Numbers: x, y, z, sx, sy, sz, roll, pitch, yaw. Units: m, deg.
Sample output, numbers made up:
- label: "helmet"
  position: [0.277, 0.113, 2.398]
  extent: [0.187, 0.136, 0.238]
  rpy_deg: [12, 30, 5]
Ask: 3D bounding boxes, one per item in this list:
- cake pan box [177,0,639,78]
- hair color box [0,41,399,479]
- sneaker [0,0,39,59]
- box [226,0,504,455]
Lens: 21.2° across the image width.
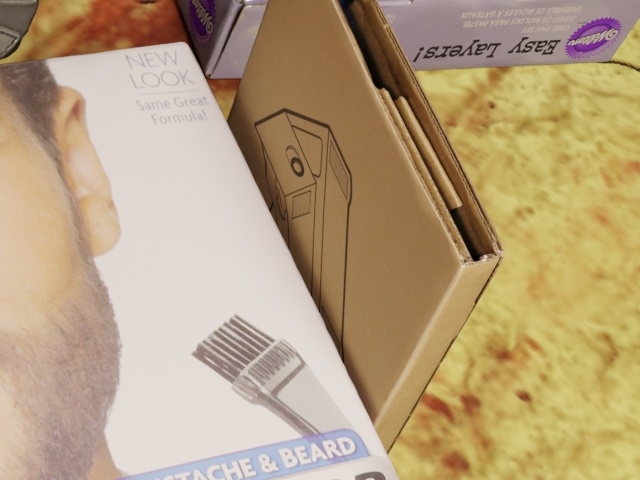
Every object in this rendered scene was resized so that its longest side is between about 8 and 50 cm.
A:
- label: "cake pan box"
  position: [0.029, -0.204, 0.948]
  extent: [0.267, 0.070, 0.245]
  rpy_deg: [-7, 59, -27]
- label: "hair color box"
  position: [-0.083, 0.090, 0.641]
  extent: [0.185, 0.110, 0.338]
  rpy_deg: [-11, 57, -28]
- label: "sneaker"
  position: [-0.213, -0.141, 0.702]
  extent: [0.276, 0.097, 0.135]
  rpy_deg: [34, 15, 37]
- label: "box"
  position: [0.000, 0.000, 0.682]
  extent: [0.021, 0.201, 0.164]
  rpy_deg: [-10, 58, -24]
